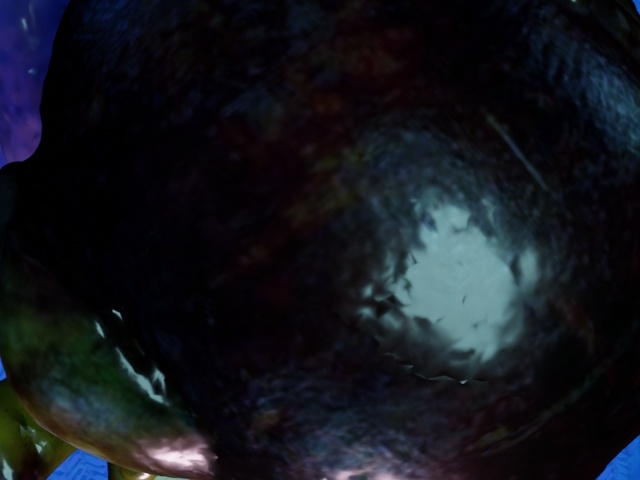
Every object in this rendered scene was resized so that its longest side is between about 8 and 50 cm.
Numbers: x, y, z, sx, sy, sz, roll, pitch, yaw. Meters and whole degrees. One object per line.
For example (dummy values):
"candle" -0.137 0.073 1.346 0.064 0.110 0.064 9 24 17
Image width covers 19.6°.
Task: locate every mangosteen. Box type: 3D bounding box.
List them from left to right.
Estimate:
"mangosteen" 0.009 -0.009 0.797 0.330 0.330 0.330 -9 114 -23

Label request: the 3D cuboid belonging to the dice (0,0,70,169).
"dice" -0.084 -0.149 1.034 0.270 0.270 0.271 -16 115 -20
